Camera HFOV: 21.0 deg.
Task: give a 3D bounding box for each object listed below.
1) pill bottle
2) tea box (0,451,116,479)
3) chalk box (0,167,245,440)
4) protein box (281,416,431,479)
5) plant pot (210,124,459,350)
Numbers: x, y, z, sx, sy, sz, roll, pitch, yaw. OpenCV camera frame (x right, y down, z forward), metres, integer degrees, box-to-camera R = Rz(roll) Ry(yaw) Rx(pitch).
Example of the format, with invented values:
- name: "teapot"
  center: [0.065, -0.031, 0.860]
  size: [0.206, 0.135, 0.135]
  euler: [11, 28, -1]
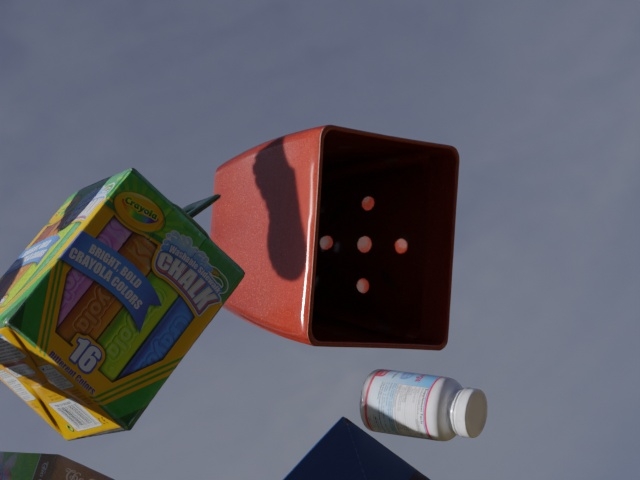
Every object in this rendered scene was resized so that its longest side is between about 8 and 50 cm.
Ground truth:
- name: "pill bottle"
  center: [0.139, 0.223, 2.322]
  size: [0.160, 0.087, 0.087]
  euler: [5, -5, 32]
- name: "tea box"
  center: [-0.391, 0.466, 2.564]
  size: [0.323, 0.220, 0.329]
  euler: [-7, -31, 46]
- name: "chalk box"
  center: [-0.220, 0.046, 1.862]
  size: [0.289, 0.179, 0.180]
  euler: [-55, 18, -26]
- name: "protein box"
  center: [-0.009, 0.313, 1.607]
  size: [0.200, 0.136, 0.201]
  euler: [-40, -17, -53]
- name: "plant pot"
  center: [0.000, 0.000, 2.232]
  size: [0.235, 0.267, 0.267]
  euler: [1, -3, 44]
